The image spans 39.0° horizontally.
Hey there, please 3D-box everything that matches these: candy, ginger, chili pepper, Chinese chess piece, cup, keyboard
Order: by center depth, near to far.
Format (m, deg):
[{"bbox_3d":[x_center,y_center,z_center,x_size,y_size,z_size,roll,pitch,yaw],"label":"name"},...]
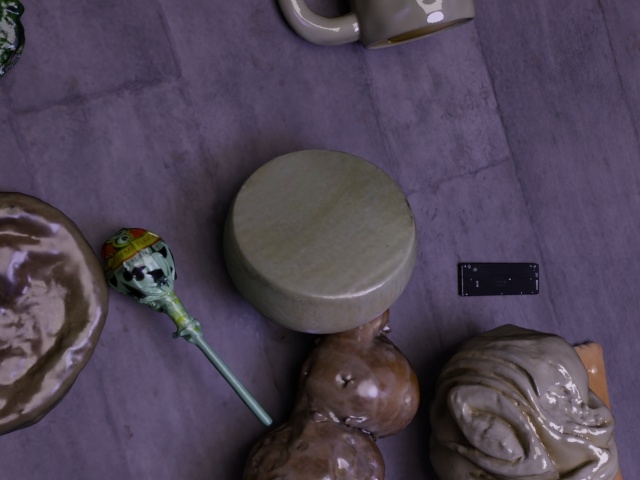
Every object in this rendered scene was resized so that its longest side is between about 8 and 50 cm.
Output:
[{"bbox_3d":[-0.409,-0.209,1.058,0.182,0.050,0.073,-50,115,-18],"label":"chili pepper"},{"bbox_3d":[-0.159,0.112,1.124,0.083,0.091,0.305,-40,96,-14],"label":"candy"},{"bbox_3d":[0.000,0.000,1.163,0.250,0.101,0.250,2,56,-3],"label":"Chinese chess piece"},{"bbox_3d":[0.027,0.256,1.190,0.256,0.176,0.375,28,72,-41],"label":"ginger"},{"bbox_3d":[0.077,-0.379,1.283,0.173,0.255,0.202,-29,105,-69],"label":"cup"},{"bbox_3d":[0.281,0.061,1.415,0.155,0.010,0.053,2,87,-27],"label":"keyboard"}]

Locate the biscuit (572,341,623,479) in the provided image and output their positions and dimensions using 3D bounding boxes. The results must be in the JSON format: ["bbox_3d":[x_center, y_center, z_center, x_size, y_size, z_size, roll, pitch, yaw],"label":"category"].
[{"bbox_3d":[0.412,0.297,1.454,0.160,0.030,0.250,-8,90,-27],"label":"biscuit"}]

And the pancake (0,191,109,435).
[{"bbox_3d":[-0.383,0.085,1.051,0.294,0.049,0.295,1,87,-28],"label":"pancake"}]

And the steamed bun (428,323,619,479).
[{"bbox_3d":[0.251,0.275,1.237,0.203,0.276,0.289,-3,96,-29],"label":"steamed bun"}]
